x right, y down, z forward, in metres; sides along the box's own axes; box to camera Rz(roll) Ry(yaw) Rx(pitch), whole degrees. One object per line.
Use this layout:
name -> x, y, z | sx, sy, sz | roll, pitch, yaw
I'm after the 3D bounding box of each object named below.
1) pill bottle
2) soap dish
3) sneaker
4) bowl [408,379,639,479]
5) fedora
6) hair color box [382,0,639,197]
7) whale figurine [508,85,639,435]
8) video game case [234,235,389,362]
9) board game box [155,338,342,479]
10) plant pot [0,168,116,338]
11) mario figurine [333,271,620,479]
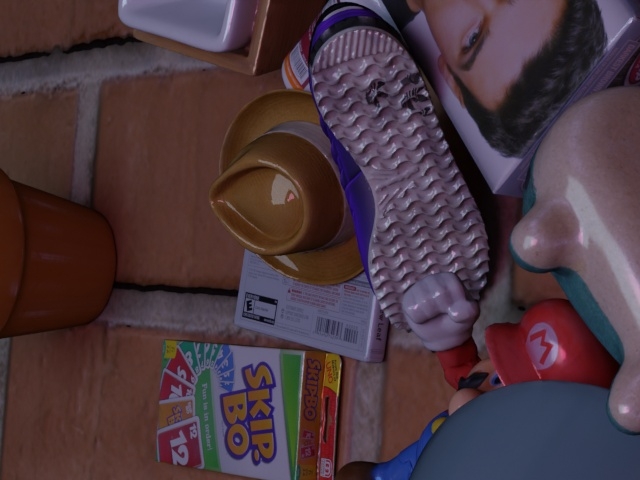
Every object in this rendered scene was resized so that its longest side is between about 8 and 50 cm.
pill bottle -> 0.038, -0.180, 1.703 | 0.152, 0.086, 0.086 | -49, 49, 37
soap dish -> -0.074, -0.312, 1.842 | 0.229, 0.118, 0.291 | 22, 103, 52
sneaker -> 0.060, -0.070, 1.596 | 0.146, 0.102, 0.293 | -109, 2, -60
bowl -> 0.151, 0.266, 1.321 | 0.311, 0.163, 0.311 | 15, 117, 31
fedora -> -0.034, -0.039, 1.701 | 0.194, 0.079, 0.194 | 16, 114, 38
hair color box -> 0.149, -0.226, 1.542 | 0.185, 0.113, 0.374 | -54, 47, 33
whale figurine -> 0.227, 0.027, 1.340 | 0.141, 0.216, 0.272 | 116, 156, -55
video game case -> 0.000, 0.000, 1.778 | 0.212, 0.023, 0.193 | 11, 94, 53
board game box -> -0.072, 0.161, 1.842 | 0.259, 0.039, 0.124 | 0, 86, 50
plant pot -> -0.329, 0.020, 2.069 | 0.205, 0.188, 0.205 | -9, 78, 52
mario figurine -> 0.105, 0.157, 1.484 | 0.320, 0.198, 0.170 | -54, 3, 42
